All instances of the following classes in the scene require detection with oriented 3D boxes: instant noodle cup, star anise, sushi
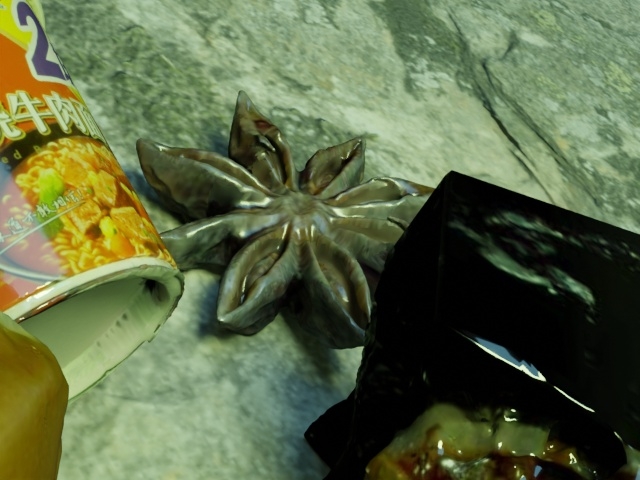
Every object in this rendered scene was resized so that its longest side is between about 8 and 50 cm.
[{"bbox_3d":[-0.179,-0.001,0.579,0.213,0.213,0.174,-21,69,-47],"label":"instant noodle cup"},{"bbox_3d":[0.000,0.000,0.789,0.263,0.081,0.230,23,35,9],"label":"star anise"},{"bbox_3d":[0.112,0.136,0.586,0.216,0.227,0.212,17,44,-9],"label":"sushi"}]

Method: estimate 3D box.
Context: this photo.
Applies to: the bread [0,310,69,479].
[{"bbox_3d":[-0.224,0.112,0.351,0.225,0.279,0.250,46,37,-2],"label":"bread"}]
